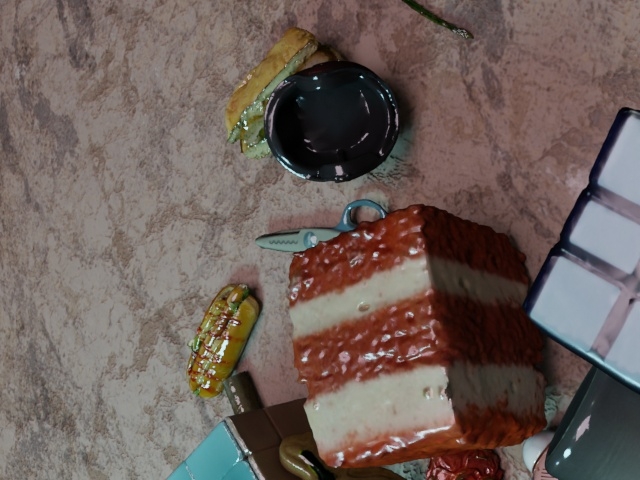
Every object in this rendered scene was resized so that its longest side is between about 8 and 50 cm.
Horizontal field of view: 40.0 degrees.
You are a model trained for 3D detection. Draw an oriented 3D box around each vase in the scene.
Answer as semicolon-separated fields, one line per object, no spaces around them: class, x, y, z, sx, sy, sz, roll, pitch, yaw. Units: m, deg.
vase;0.449;0.278;1.050;0.321;0.173;0.173;27;109;14

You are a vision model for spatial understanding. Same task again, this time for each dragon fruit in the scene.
dragon fruit;0.216;0.365;1.333;0.106;0.083;0.162;5;92;37

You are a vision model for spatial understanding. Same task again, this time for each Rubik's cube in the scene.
Rubik's cube;-0.090;0.431;1.487;0.231;0.221;0.224;-48;62;29
Rubik's cube;0.453;0.034;1.007;0.293;0.288;0.283;32;111;37

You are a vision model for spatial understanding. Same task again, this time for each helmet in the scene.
helmet;0.020;-0.190;1.408;0.216;0.193;0.189;-11;104;11

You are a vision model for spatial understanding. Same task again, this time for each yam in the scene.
yam;-0.139;0.310;1.635;0.054;0.054;0.132;-37;67;33

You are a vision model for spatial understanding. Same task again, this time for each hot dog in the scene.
hot dog;-0.193;0.185;1.664;0.104;0.076;0.250;41;117;32

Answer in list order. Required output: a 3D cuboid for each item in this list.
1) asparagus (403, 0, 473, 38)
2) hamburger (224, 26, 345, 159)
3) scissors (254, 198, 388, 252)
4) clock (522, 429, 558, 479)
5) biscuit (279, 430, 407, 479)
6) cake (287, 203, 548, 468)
asparagus;0.178;-0.355;1.394;0.163;0.016;0.016;41;96;32
hamburger;-0.068;-0.259;1.540;0.262;0.124;0.131;-42;41;26
scissors;0.000;0.000;1.525;0.289;0.041;0.138;0;98;38
clock;0.357;0.340;1.210;0.162;0.093;0.165;-20;79;40
biscuit;0.058;0.412;1.335;0.320;0.183;0.047;49;151;27
cake;0.136;0.150;1.251;0.269;0.270;0.319;-24;64;38
